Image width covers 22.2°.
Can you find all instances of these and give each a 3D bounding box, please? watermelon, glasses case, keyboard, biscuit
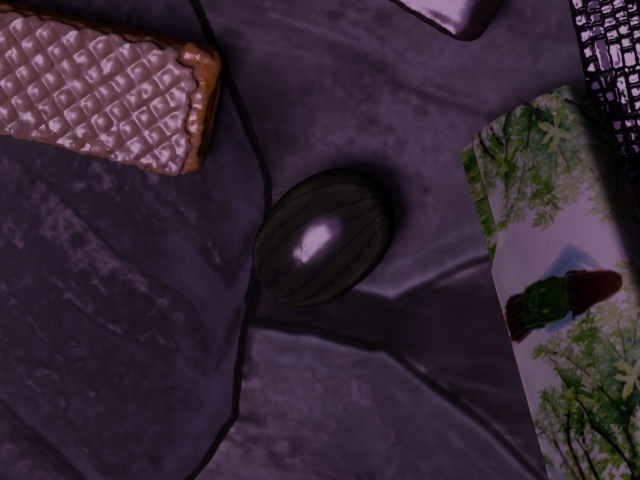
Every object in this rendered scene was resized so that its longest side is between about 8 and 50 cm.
[{"bbox_3d":[0.000,0.000,1.090,0.111,0.078,0.078,-43,88,18],"label":"watermelon"},{"bbox_3d":[0.160,0.045,0.988,0.095,0.062,0.272,-28,58,25],"label":"glasses case"},{"bbox_3d":[0.191,-0.141,1.045,0.060,0.018,0.195,-10,97,20],"label":"keyboard"},{"bbox_3d":[-0.251,-0.130,1.138,0.379,0.054,0.094,15,103,11],"label":"biscuit"}]

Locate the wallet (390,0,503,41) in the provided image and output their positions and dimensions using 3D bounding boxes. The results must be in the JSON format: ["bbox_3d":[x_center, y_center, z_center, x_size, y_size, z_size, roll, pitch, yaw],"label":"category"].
[{"bbox_3d":[0.078,-0.260,1.033,0.182,0.049,0.229,32,108,8],"label":"wallet"}]
